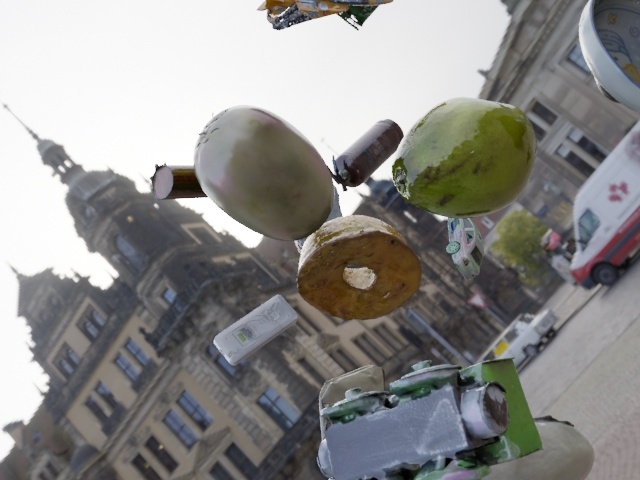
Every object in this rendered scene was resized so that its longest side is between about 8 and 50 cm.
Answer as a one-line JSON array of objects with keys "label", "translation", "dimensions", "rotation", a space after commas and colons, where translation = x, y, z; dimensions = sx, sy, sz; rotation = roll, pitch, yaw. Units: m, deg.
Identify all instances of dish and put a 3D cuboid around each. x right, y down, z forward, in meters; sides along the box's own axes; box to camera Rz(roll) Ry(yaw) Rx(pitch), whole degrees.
[{"label": "dish", "translation": [0.539, -0.296, 1.185], "dimensions": [0.273, 0.273, 0.134], "rotation": [-38, -9, -31]}]

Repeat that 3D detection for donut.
[{"label": "donut", "translation": [0.080, 0.054, 1.535], "dimensions": [0.277, 0.109, 0.278], "rotation": [-4, -45, -4]}]

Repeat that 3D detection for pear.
[{"label": "pear", "translation": [0.247, -0.141, 1.194], "dimensions": [0.269, 0.212, 0.212], "rotation": [-24, -23, -17]}]

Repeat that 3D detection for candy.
[{"label": "candy", "translation": [0.109, -0.607, 1.640], "dimensions": [0.141, 0.078, 0.203], "rotation": [20, -64, -44]}, {"label": "candy", "translation": [0.563, 0.650, 1.933], "dimensions": [0.426, 0.186, 0.386], "rotation": [-8, -46, -12]}]

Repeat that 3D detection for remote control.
[{"label": "remote control", "translation": [-0.186, 0.258, 2.023], "dimensions": [0.250, 0.103, 0.034], "rotation": [-34, -20, -29]}]

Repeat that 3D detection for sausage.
[{"label": "sausage", "translation": [-0.202, -0.132, 1.527], "dimensions": [0.371, 0.082, 0.082], "rotation": [-6, -43, -49]}]

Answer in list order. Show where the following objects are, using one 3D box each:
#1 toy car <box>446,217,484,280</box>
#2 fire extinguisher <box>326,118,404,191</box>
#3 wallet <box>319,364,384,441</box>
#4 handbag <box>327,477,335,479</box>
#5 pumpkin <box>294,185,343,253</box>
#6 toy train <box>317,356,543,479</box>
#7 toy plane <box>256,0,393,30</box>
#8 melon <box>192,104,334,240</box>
[{"label": "toy car", "translation": [0.360, -0.011, 1.730], "dimensions": [0.076, 0.224, 0.090], "rotation": [-19, -44, 25]}, {"label": "fire extinguisher", "translation": [0.128, -0.261, 2.134], "dimensions": [0.114, 0.136, 0.337], "rotation": [-4, 32, 43]}, {"label": "wallet", "translation": [0.106, 0.535, 2.006], "dimensions": [0.274, 0.336, 0.068], "rotation": [3, -9, -44]}, {"label": "handbag", "translation": [0.105, 0.647, 1.638], "dimensions": [0.269, 0.100, 0.274], "rotation": [-52, 22, 32]}, {"label": "pumpkin", "translation": [0.000, 0.000, 2.020], "dimensions": [0.148, 0.169, 0.312], "rotation": [-14, -55, -5]}, {"label": "toy train", "translation": [0.158, 0.275, 0.991], "dimensions": [0.248, 0.174, 0.307], "rotation": [6, -28, -46]}, {"label": "toy plane", "translation": [0.011, -0.546, 1.515], "dimensions": [0.204, 0.315, 0.103], "rotation": [82, -158, -44]}, {"label": "melon", "translation": [-0.109, -0.132, 1.374], "dimensions": [0.223, 0.317, 0.223], "rotation": [-36, 33, 28]}]
